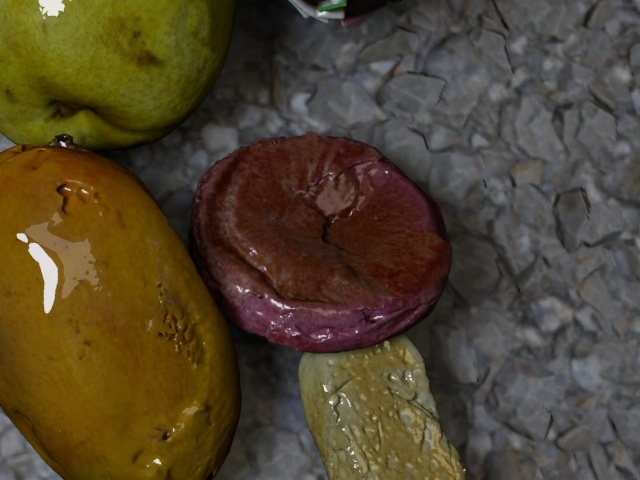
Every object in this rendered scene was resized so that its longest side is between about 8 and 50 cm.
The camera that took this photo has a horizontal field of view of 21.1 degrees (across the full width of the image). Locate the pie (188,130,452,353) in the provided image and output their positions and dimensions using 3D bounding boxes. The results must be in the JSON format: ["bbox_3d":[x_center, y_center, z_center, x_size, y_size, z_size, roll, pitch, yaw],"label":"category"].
[{"bbox_3d":[0.000,0.000,1.134,0.182,0.050,0.182,6,46,-6],"label":"pie"}]

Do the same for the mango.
[{"bbox_3d":[-0.144,0.059,1.065,0.151,0.156,0.249,-36,108,-47],"label":"mango"}]

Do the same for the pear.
[{"bbox_3d":[-0.145,-0.153,1.099,0.200,0.200,0.200,4,73,-15],"label":"pear"}]

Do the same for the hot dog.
[{"bbox_3d":[0.054,0.172,1.117,0.084,0.073,0.243,-17,77,-24],"label":"hot dog"}]

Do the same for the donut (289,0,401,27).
[{"bbox_3d":[-0.025,-0.259,1.133,0.103,0.269,0.270,-34,85,8],"label":"donut"}]
